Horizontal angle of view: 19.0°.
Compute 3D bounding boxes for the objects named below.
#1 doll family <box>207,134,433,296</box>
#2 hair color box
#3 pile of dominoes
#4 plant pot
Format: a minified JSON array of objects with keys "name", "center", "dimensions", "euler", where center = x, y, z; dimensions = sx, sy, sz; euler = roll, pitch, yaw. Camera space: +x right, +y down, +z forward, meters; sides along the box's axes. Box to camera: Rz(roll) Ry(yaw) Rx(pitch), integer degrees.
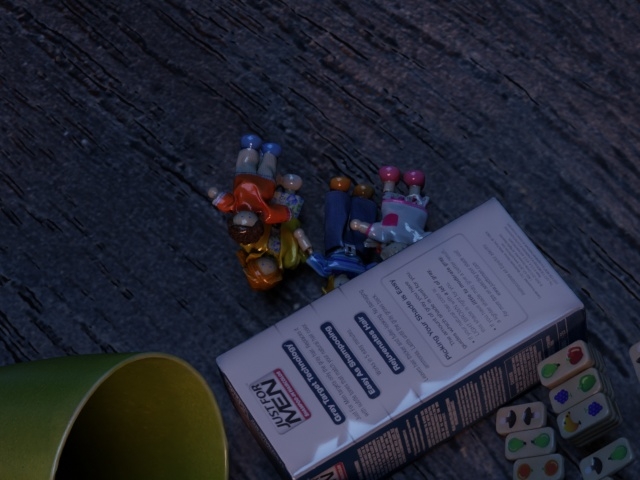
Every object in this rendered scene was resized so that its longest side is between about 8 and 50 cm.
[{"name":"doll family","center":[0.000,0.000,2.098],"dimensions":[0.263,0.118,0.163],"euler":[11,51,-4]},{"name":"hair color box","center":[0.087,0.121,1.985],"dimensions":[0.347,0.105,0.174],"euler":[-29,55,-10]},{"name":"pile of dominoes","center":[0.267,0.222,1.866],"dimensions":[0.196,0.040,0.251],"euler":[-33,50,25]},{"name":"plant pot","center":[-0.289,0.232,1.914],"dimensions":[0.293,0.275,0.274],"euler":[5,56,34]}]
